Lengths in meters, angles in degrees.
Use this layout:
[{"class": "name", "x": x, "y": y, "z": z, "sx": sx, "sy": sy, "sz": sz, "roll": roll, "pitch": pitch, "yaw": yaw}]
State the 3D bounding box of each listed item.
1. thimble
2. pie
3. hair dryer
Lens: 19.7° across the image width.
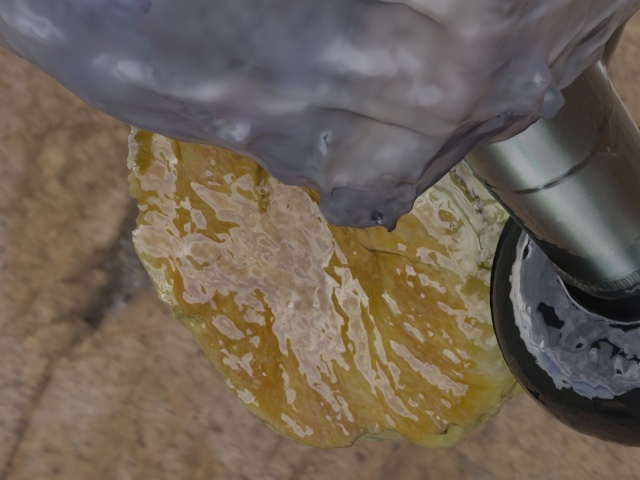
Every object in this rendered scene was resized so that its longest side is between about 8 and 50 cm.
[{"class": "thimble", "x": 0.013, "y": -0.133, "z": 0.387, "sx": 0.205, "sy": 0.172, "sz": 0.236, "roll": 9, "pitch": 47, "yaw": -8}, {"class": "pie", "x": 0.000, "y": 0.000, "z": 1.175, "sx": 0.339, "sy": 0.339, "sz": 0.083, "roll": 28, "pitch": 46, "yaw": 26}, {"class": "hair dryer", "x": 0.155, "y": -0.095, "z": 0.759, "sx": 0.155, "sy": 0.320, "sz": 0.284, "roll": 34, "pitch": 76, "yaw": 33}]
